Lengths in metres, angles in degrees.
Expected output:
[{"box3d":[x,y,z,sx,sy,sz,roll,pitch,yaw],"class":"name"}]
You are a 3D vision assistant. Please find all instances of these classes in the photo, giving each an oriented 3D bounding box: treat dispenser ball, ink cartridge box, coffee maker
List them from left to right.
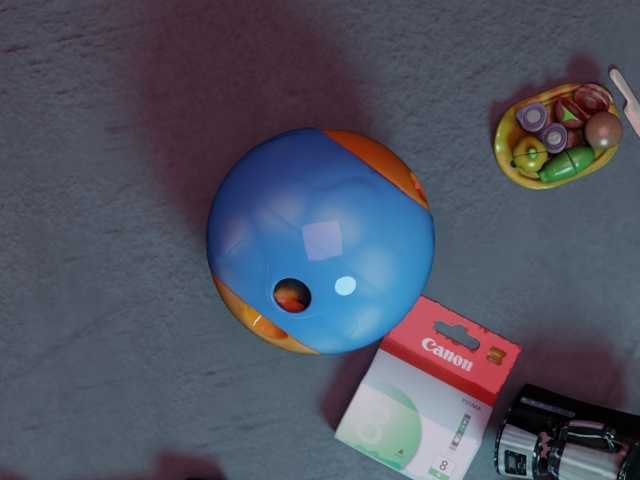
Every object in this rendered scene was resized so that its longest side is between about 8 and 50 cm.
[{"box3d":[0.000,0.000,1.663,0.288,0.288,0.288,0,87,-1],"class":"treat dispenser ball"},{"box3d":[0.146,0.205,1.775,0.181,0.056,0.224,28,89,0],"class":"ink cartridge box"},{"box3d":[0.335,0.263,1.722,0.178,0.171,0.120,16,107,28],"class":"coffee maker"}]

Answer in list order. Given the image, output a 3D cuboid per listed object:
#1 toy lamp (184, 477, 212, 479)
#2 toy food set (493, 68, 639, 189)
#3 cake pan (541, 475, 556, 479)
[{"box3d":[-0.247,0.359,1.752,0.275,0.080,0.080,-4,88,1],"class":"toy lamp"},{"box3d":[0.342,-0.151,1.783,0.218,0.071,0.128,-23,88,-2],"class":"toy food set"},{"box3d":[0.369,0.432,1.718,0.293,0.054,0.293,-4,70,11],"class":"cake pan"}]
